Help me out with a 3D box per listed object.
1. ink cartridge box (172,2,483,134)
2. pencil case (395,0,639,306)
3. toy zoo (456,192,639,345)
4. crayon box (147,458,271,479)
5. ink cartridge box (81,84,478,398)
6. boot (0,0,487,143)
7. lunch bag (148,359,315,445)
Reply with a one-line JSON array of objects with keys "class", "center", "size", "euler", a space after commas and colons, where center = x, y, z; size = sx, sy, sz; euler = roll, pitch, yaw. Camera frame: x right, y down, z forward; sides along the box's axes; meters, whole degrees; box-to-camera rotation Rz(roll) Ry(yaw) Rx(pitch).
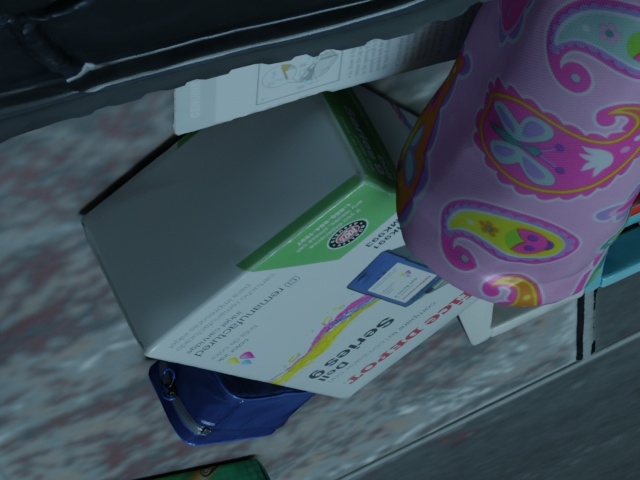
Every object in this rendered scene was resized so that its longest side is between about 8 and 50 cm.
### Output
[{"class": "ink cartridge box", "center": [0.038, -0.146, 0.819], "size": [0.232, 0.066, 0.189], "euler": [-13, 152, -11]}, {"class": "pencil case", "center": [0.128, -0.088, 0.804], "size": [0.124, 0.124, 0.284], "euler": [-13, 149, -29]}, {"class": "toy zoo", "center": [0.187, -0.019, 1.215], "size": [0.293, 0.030, 0.192], "euler": [-24, 154, -10]}, {"class": "crayon box", "center": [-0.173, 0.252, 1.304], "size": [0.278, 0.081, 0.165], "euler": [-7, 148, -37]}, {"class": "ink cartridge box", "center": [0.000, 0.000, 0.997], "size": [0.154, 0.093, 0.212], "euler": [-38, 155, 18]}, {"class": "boot", "center": [-0.047, -0.167, 0.473], "size": [0.367, 0.146, 0.445], "euler": [-27, 167, -1]}, {"class": "lunch bag", "center": [-0.058, 0.089, 1.131], "size": [0.098, 0.067, 0.065], "euler": [0, 143, -43]}]
